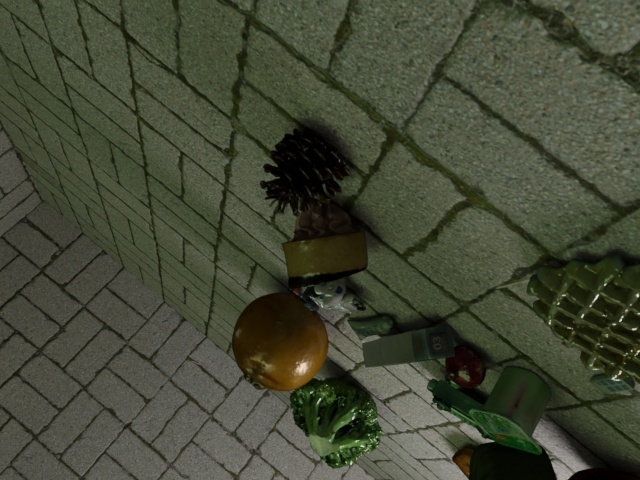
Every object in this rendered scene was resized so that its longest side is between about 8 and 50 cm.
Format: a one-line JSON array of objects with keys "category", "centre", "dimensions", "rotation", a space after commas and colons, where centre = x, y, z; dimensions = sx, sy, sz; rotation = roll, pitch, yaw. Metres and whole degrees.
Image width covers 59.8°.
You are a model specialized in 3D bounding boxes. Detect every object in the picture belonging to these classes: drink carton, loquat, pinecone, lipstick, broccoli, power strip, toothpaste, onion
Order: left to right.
[{"category": "loquat", "centre": [-0.133, 0.332, 1.820], "dimensions": [0.328, 0.328, 0.329], "rotation": [32, 154, 18]}, {"category": "pinecone", "centre": [-0.043, -0.125, 1.106], "dimensions": [0.163, 0.165, 0.163], "rotation": [40, 164, 14]}, {"category": "broccoli", "centre": [0.064, 0.694, 2.151], "dimensions": [0.310, 0.320, 0.414], "rotation": [-133, 27, -70]}, {"category": "toothpaste", "centre": [0.145, 0.249, 1.597], "dimensions": [0.069, 0.047, 0.268], "rotation": [25, 160, -12]}, {"category": "lipstick", "centre": [0.221, 0.289, 1.484], "dimensions": [0.371, 0.076, 0.080], "rotation": [140, 124, -65]}, {"category": "onion", "centre": [0.348, 0.307, 1.350], "dimensions": [0.107, 0.097, 0.107], "rotation": [38, 142, 38]}, {"category": "drink carton", "centre": [0.441, 0.375, 1.269], "dimensions": [0.144, 0.142, 0.146], "rotation": [47, 155, -20]}, {"category": "power strip", "centre": [0.564, 0.275, 1.078], "dimensions": [0.040, 0.016, 0.090], "rotation": [40, 155, 2]}]

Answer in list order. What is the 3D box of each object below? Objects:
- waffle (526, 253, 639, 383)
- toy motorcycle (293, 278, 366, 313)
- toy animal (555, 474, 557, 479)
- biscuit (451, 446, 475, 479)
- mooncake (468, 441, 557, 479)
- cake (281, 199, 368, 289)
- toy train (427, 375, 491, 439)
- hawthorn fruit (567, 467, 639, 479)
[{"category": "waffle", "centre": [0.496, 0.138, 0.906], "dimensions": [0.292, 0.056, 0.309], "rotation": [49, 155, -18]}, {"category": "toy motorcycle", "centre": [0.023, 0.153, 1.553], "dimensions": [0.150, 0.102, 0.221], "rotation": [37, 158, -23]}, {"category": "toy animal", "centre": [0.587, 0.733, 1.574], "dimensions": [0.124, 0.212, 0.124], "rotation": [29, 145, 23]}, {"category": "biscuit", "centre": [0.605, 0.808, 1.860], "dimensions": [0.359, 0.046, 0.359], "rotation": [32, 153, 18]}, {"category": "mooncake", "centre": [0.463, 0.660, 1.359], "dimensions": [0.187, 0.352, 0.351], "rotation": [-2, 142, 11]}, {"category": "cake", "centre": [0.000, 0.000, 1.241], "dimensions": [0.185, 0.207, 0.178], "rotation": [-9, 98, 61]}, {"category": "toy train", "centre": [0.411, 0.465, 1.527], "dimensions": [0.253, 0.105, 0.157], "rotation": [26, 163, 25]}, {"category": "hawthorn fruit", "centre": [0.675, 0.656, 1.277], "dimensions": [0.267, 0.268, 0.301], "rotation": [25, 147, 30]}]
